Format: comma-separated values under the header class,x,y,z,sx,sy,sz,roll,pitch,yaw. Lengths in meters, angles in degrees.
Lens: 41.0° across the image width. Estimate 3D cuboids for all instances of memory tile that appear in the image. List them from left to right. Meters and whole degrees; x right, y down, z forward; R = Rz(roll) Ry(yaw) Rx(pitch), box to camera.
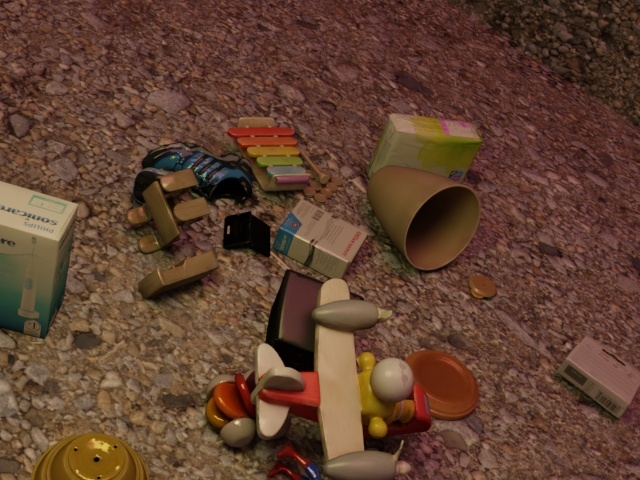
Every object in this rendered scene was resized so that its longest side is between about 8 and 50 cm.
class,x,y,z,sx,sy,sz,roll,pitch,yaw
memory tile,-0.007,-0.163,2.464,0.113,0.012,0.148,31,40,10

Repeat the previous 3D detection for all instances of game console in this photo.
class,x,y,z,sx,sy,sz,roll,pitch,yaw
game console,-0.190,-0.010,2.213,0.107,0.071,0.122,-12,42,7

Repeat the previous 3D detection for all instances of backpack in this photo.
class,x,y,z,sx,sy,sz,roll,pitch,yaw
backpack,-0.416,-0.134,2.183,0.114,0.105,0.084,17,18,-5

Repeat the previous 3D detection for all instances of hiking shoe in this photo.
class,x,y,z,sx,sy,sz,roll,pitch,yaw
hiking shoe,-0.317,-0.177,2.263,0.304,0.113,0.132,4,42,-20

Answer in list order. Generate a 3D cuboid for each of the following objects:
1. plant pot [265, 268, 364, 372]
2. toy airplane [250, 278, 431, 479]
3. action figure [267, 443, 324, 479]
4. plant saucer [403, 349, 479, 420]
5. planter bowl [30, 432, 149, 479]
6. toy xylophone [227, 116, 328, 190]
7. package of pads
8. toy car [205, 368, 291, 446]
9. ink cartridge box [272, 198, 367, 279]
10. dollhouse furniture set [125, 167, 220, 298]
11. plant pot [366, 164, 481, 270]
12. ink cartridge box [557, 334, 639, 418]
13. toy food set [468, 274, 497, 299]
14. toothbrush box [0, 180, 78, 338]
class,x,y,z,sx,sy,sz,roll,pitch,yaw
plant pot,-0.032,0.207,1.925,0.188,0.188,0.167,21,53,-1
toy airplane,0.056,0.294,1.675,0.386,0.272,0.384,56,39,-2
action figure,0.010,0.527,1.644,0.280,0.091,0.139,31,34,13
plant saucer,0.285,0.333,2.024,0.200,0.037,0.200,13,41,-11
planter bowl,-0.416,0.423,1.568,0.217,0.090,0.217,12,41,-11
toy xylophone,-0.115,-0.240,2.432,0.236,0.081,0.322,-10,43,-33
package of pads,0.311,-0.256,2.543,0.297,0.229,0.101,3,43,-20
toy car,-0.143,0.324,1.763,0.182,0.136,0.159,-5,46,-29
ink cartridge box,0.000,0.000,2.228,0.203,0.085,0.148,28,41,6
dollhouse furniture set,-0.367,-0.011,1.986,0.161,0.212,0.242,-20,82,-40
plant pot,0.253,-0.095,2.354,0.257,0.256,0.274,-10,34,-32
ink cartridge box,0.729,0.347,2.213,0.189,0.066,0.232,37,21,18
toy food set,0.443,0.128,2.335,0.083,0.020,0.083,5,42,-20
toothbrush box,-0.632,0.037,1.742,0.217,0.295,0.126,16,40,-6
